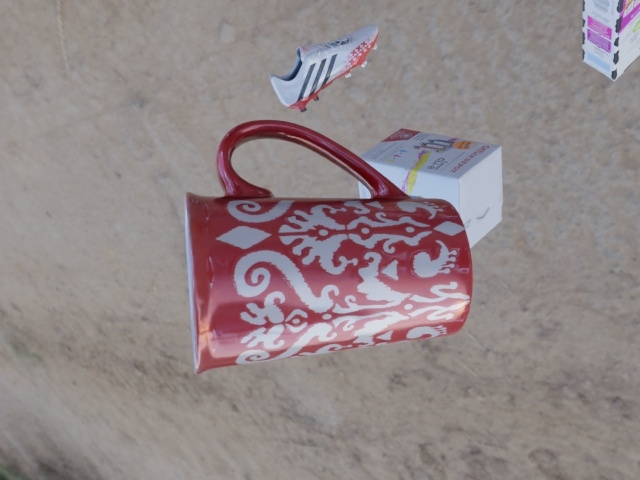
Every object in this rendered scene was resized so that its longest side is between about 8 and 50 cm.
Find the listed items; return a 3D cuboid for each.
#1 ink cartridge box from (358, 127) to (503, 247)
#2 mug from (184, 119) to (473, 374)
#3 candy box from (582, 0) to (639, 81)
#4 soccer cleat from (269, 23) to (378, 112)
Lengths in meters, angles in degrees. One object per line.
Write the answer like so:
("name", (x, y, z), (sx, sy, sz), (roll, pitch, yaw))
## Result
("ink cartridge box", (0.164, -0.076, 1.049), (0.176, 0.128, 0.127), (17, 128, 36))
("mug", (0.002, 0.005, 0.447), (0.113, 0.170, 0.150), (-120, 30, -67))
("candy box", (0.475, -0.371, 1.072), (0.071, 0.159, 0.233), (45, 180, 28))
("soccer cleat", (0.003, -0.123, 0.479), (0.035, 0.083, 0.029), (49, -175, -31))
